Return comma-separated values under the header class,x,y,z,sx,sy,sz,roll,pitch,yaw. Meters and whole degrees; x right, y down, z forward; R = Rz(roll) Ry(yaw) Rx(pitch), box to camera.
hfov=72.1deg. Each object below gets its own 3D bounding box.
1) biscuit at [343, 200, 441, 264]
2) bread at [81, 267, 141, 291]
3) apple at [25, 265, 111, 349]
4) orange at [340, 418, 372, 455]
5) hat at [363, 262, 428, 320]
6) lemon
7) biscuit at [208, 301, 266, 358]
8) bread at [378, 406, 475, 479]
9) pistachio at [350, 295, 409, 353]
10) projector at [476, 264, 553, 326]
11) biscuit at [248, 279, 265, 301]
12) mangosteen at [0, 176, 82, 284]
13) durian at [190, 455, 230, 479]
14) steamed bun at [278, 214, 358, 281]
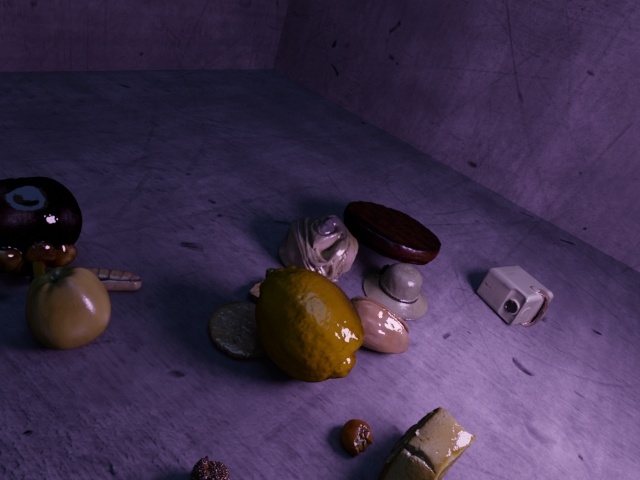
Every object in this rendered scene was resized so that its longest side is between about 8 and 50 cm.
class,x,y,z,sx,sy,sz,roll,pitch,yaw
biscuit,0.278,-0.031,1.751,0.407,0.091,0.407,17,25,-8
bread,-0.621,0.109,1.247,0.214,0.053,0.073,7,39,-20
apple,-0.610,0.162,1.066,0.199,0.200,0.200,14,33,-10
orange,0.090,0.481,1.090,0.086,0.062,0.086,14,31,-9
hat,0.299,0.157,1.609,0.257,0.130,0.257,15,33,-10
lemon,-0.038,0.227,1.192,0.316,0.286,0.285,18,32,13
biscuit,-0.216,0.255,1.275,0.219,0.033,0.220,17,32,-11
bread,0.241,0.503,1.030,0.257,0.186,0.124,-27,59,-39
pistachio,0.176,0.264,1.370,0.229,0.157,0.157,31,32,-7
projector,0.778,0.220,1.750,0.177,0.164,0.242,-5,38,-31
biscuit,-0.082,0.204,1.418,0.273,0.036,0.187,33,35,19
mangosteen,-0.792,-0.020,1.193,0.274,0.275,0.302,-12,79,-40
durian,-0.227,0.484,0.901,0.080,0.080,0.091,7,33,-21
steamed bun,0.000,0.000,1.604,0.280,0.207,0.268,33,35,21
